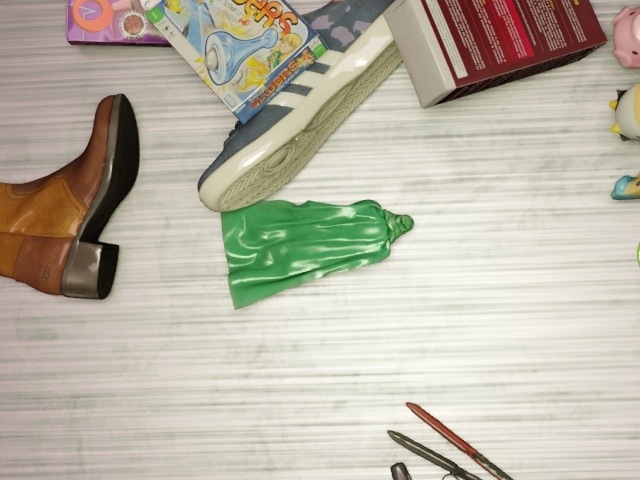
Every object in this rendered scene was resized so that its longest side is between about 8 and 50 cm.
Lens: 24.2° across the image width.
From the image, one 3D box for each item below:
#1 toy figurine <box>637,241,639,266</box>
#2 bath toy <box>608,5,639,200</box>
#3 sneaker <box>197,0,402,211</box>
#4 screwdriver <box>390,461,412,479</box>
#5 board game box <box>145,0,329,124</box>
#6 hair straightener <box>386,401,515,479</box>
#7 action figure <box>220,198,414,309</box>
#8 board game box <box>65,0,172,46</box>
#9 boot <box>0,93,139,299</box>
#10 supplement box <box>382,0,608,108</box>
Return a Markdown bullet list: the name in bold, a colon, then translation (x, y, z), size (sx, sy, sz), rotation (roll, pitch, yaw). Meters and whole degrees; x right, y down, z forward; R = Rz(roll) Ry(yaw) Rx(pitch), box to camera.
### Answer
- **toy figurine**: translation (0.452, 0.041, 1.728), size (0.173, 0.159, 0.130), rotation (40, 89, 8)
- **bath toy**: translation (0.403, -0.222, 1.775), size (0.129, 0.151, 0.348), rotation (-4, 81, 32)
- **sneaker**: translation (-0.044, -0.189, 1.807), size (0.148, 0.131, 0.350), rotation (42, 78, 14)
- **screwdriver**: translation (0.122, 0.348, 1.796), size (0.024, 0.025, 0.170), rotation (-22, 83, 3)
- **board game box**: translation (-0.101, -0.248, 1.769), size (0.136, 0.035, 0.201), rotation (-42, 58, 0)
- **hair straightener**: translation (0.173, 0.293, 1.792), size (0.230, 0.047, 0.089), rotation (36, 89, 2)
- **action figure**: translation (0.000, 0.000, 1.817), size (0.232, 0.063, 0.137), rotation (-10, 82, 8)
- **board game box**: translation (-0.207, -0.414, 1.856), size (0.208, 0.056, 0.347), rotation (1, 91, 4)
- **boot**: translation (-0.377, -0.070, 1.861), size (0.280, 0.096, 0.264), rotation (10, 93, 13)
- **supplement box**: translation (0.208, -0.253, 1.767), size (0.239, 0.073, 0.130), rotation (-18, 83, -25)
